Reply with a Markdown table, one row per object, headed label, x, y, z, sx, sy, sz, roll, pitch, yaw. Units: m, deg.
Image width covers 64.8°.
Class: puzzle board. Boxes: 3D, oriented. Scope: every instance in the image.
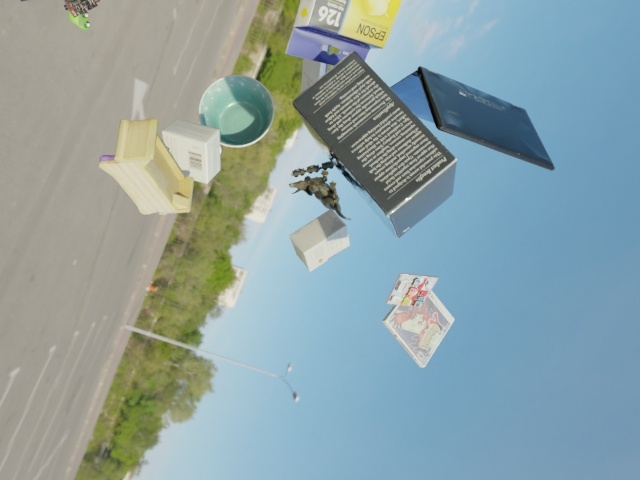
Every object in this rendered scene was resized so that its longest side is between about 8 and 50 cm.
| label | x | y | z | sx | sy | sz | roll | pitch | yaw |
| --- | --- | --- | --- | --- | --- | --- | --- | --- | --- |
| puzzle board | 0.228 | 0.128 | 1.264 | 0.128 | 0.097 | 0.011 | 105 | -13 | -47 |

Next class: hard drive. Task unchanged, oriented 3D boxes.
| label | x | y | z | sx | sy | sz | roll | pitch | yaw |
| --- | --- | --- | --- | --- | --- | --- | --- | --- | --- |
| hard drive | -0.022 | -0.718 | 2.046 | 0.210 | 0.040 | 0.318 | -118 | -153 | -47 |

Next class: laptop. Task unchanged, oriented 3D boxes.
| label | x | y | z | sx | sy | sz | roll | pitch | yaw |
| --- | --- | --- | --- | --- | --- | --- | --- | --- | --- |
| laptop | 0.394 | -0.320 | 1.471 | 0.236 | 0.382 | 0.407 | 125 | -30 | -44 |

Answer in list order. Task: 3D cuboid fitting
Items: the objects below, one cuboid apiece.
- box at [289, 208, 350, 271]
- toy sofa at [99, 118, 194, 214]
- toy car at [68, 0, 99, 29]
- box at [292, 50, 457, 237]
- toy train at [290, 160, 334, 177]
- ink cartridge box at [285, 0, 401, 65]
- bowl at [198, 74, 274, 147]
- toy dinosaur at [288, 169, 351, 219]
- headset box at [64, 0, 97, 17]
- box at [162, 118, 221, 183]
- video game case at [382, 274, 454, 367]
| label | x | y | z | sx | sy | sz | roll | pitch | yaw |
| --- | --- | --- | --- | --- | --- | --- | --- | --- | --- |
| box | 0.000 | 0.000 | 1.678 | 0.171 | 0.091 | 0.130 | -32 | 149 | -11 |
| toy sofa | -0.562 | -0.231 | 1.664 | 0.362 | 0.177 | 0.150 | 75 | 12 | -64 |
| toy car | -0.844 | -0.818 | 1.734 | 0.053 | 0.239 | 0.225 | -47 | 169 | -32 |
| box | 0.150 | -0.239 | 1.341 | 0.212 | 0.395 | 0.293 | -39 | 165 | 3 |
| toy train | -0.029 | -0.255 | 1.792 | 0.036 | 0.159 | 0.027 | -90 | 165 | -55 |
| ink cartridge box | 0.080 | -0.608 | 1.322 | 0.072 | 0.304 | 0.307 | 37 | -60 | 36 |
| bowl | -0.346 | -0.527 | 2.154 | 0.163 | 0.312 | 0.311 | 94 | 16 | -84 |
| toy dinosaur | 0.022 | -0.198 | 2.126 | 0.121 | 0.314 | 0.160 | -55 | 174 | -15 |
| headset box | -0.674 | -0.666 | 1.406 | 0.062 | 0.083 | 0.032 | 61 | -3 | 21 |
| box | -0.482 | -0.337 | 1.901 | 0.119 | 0.182 | 0.180 | -63 | 165 | -49 |
| video game case | 0.289 | 0.232 | 1.466 | 0.201 | 0.183 | 0.023 | -46 | -169 | -33 |
